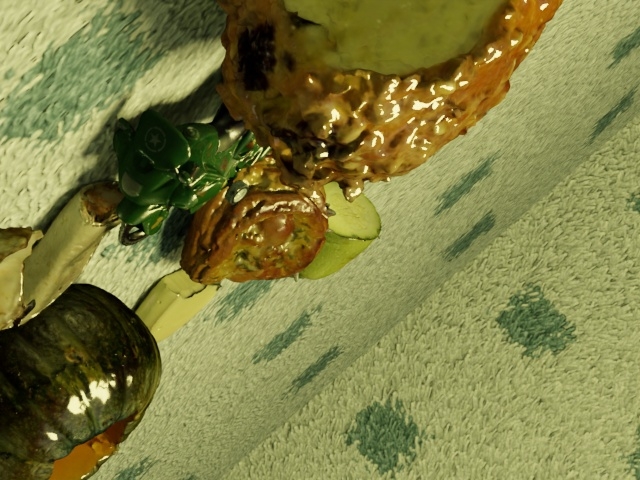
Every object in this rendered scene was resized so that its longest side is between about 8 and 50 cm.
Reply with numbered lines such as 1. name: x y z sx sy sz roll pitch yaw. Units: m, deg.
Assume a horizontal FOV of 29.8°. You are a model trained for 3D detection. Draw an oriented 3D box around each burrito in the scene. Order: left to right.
1. burrito: -0.305 0.023 1.387 0.226 0.060 0.087 -46 172 11

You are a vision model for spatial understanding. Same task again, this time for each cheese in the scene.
1. cheese: -0.262 0.134 1.822 0.255 0.050 0.127 -44 165 9

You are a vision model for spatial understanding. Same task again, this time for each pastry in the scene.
1. pastry: 0.069 -0.230 1.210 0.405 0.292 0.337 -51 175 -9

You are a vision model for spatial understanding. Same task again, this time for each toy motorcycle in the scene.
1. toy motorcycle: -0.128 -0.110 1.352 0.275 0.125 0.187 -41 161 -23

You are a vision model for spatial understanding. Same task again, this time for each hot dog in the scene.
1. hot dog: -0.099 -0.012 1.670 0.196 0.122 0.272 -3 148 -24

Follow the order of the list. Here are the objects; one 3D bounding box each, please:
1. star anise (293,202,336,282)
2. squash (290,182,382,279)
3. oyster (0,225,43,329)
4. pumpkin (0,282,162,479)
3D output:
1. star anise: -0.037 -0.070 1.751 0.219 0.148 0.227 -12 139 12
2. squash: 0.016 0.002 2.020 0.137 0.137 0.287 -34 167 -26
3. oyster: -0.401 0.098 1.231 0.198 0.133 0.337 -25 160 -53
4. pumpkin: -0.350 0.205 1.532 0.320 0.192 0.320 -36 163 -13
